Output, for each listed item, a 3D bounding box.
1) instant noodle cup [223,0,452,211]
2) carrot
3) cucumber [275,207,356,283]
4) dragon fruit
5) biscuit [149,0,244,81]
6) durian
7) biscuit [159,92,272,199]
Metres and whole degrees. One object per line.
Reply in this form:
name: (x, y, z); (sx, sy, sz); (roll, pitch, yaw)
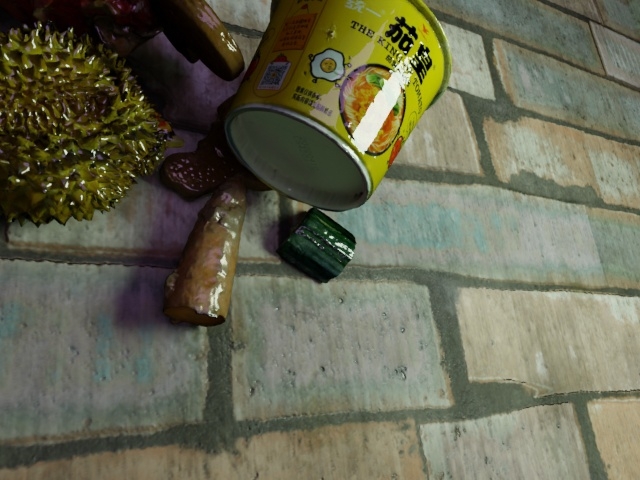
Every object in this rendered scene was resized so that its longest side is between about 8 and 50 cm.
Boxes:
instant noodle cup: (0.013, -0.216, 0.802); (0.325, 0.325, 0.254); (32, 69, -14)
carrot: (-0.158, 0.002, 0.774); (0.101, 0.102, 0.263); (22, 64, -20)
cucumber: (0.000, 0.000, 0.892); (0.115, 0.062, 0.116); (36, 58, -16)
dragon fruit: (-0.352, -0.346, 0.707); (0.205, 0.317, 0.152); (39, 82, 18)
biscuit: (-0.250, -0.392, 0.755); (0.064, 0.283, 0.432); (-45, 71, -6)
durian: (-0.338, -0.149, 0.669); (0.258, 0.258, 0.293); (47, 44, -4)
biscuit: (-0.135, -0.163, 0.892); (0.183, 0.047, 0.319); (49, 55, 0)
